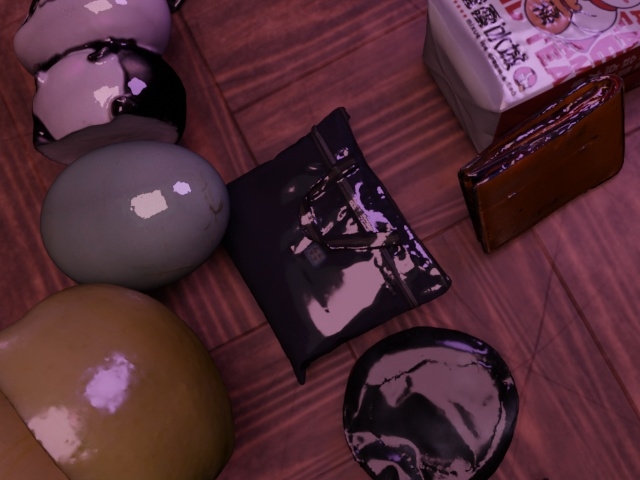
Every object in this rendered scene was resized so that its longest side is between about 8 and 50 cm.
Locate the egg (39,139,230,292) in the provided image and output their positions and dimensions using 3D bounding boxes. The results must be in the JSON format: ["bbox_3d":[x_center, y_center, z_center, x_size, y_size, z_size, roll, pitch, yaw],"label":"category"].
[{"bbox_3d":[-0.205,-0.026,0.917,0.231,0.168,0.168,-12,79,27],"label":"egg"}]

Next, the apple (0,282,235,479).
[{"bbox_3d":[-0.217,0.181,0.853,0.258,0.295,0.233,38,49,0],"label":"apple"}]

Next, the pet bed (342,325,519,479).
[{"bbox_3d":[0.118,0.190,0.914,0.201,0.053,0.201,-1,80,6],"label":"pet bed"}]

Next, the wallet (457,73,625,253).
[{"bbox_3d":[0.240,-0.079,0.889,0.195,0.161,0.042,-34,58,-1],"label":"wallet"}]

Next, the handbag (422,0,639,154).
[{"bbox_3d":[0.274,-0.237,0.915,0.298,0.151,0.171,-27,74,-2],"label":"handbag"}]

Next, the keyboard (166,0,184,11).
[{"bbox_3d":[-0.247,-0.389,1.059,0.230,0.025,0.094,37,89,10],"label":"keyboard"}]

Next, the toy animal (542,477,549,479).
[{"bbox_3d":[0.232,0.400,0.856,0.137,0.082,0.269,-22,76,0],"label":"toy animal"}]

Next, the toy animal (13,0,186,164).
[{"bbox_3d":[-0.254,-0.212,0.960,0.187,0.165,0.235,-15,82,21],"label":"toy animal"}]

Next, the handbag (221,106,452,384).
[{"bbox_3d":[0.000,0.000,0.938,0.211,0.088,0.254,-34,73,9],"label":"handbag"}]
